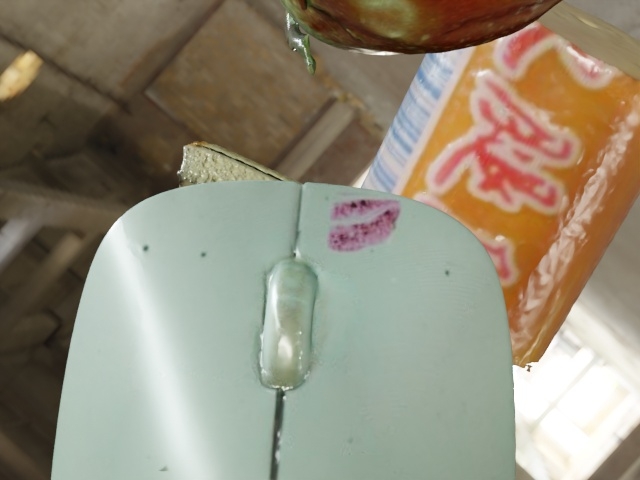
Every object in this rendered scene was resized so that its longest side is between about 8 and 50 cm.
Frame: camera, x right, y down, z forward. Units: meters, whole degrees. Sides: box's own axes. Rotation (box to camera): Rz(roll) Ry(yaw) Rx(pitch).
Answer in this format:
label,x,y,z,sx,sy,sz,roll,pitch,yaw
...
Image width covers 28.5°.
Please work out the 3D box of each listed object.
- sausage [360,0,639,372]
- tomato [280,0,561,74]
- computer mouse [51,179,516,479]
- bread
label,x,y,z,sx,sy,sz,roll,pitch,yaw
sausage,0.169,-0.068,1.126,0.233,0.287,0.233,24,-162,-8
tomato,0.063,-0.253,0.719,0.303,0.239,0.303,165,90,-87
computer mouse,-0.017,0.126,0.425,0.160,0.288,0.097,5,-173,5
bread,0.000,0.000,0.613,0.154,0.028,0.068,24,158,-3
